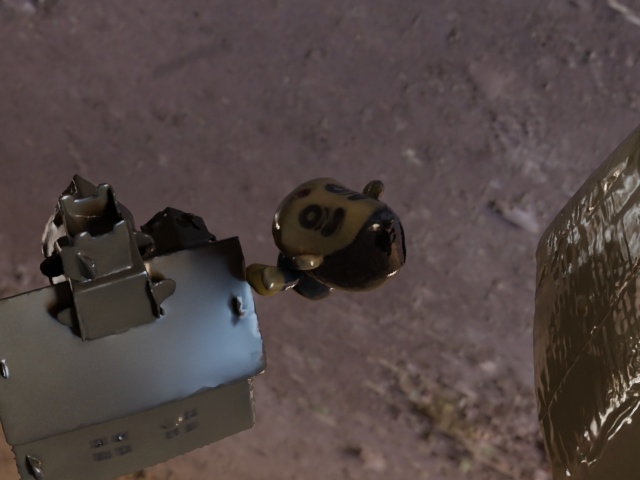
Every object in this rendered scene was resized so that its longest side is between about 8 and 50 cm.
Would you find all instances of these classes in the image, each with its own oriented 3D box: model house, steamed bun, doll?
[{"bbox_3d":[-0.167,0.036,1.103,0.243,0.211,0.204,88,162,-51],"label":"model house"},{"bbox_3d":[0.220,0.058,0.806,0.155,0.250,0.200,13,140,-13],"label":"steamed bun"},{"bbox_3d":[0.000,0.000,0.989,0.089,0.102,0.179,49,151,-16],"label":"doll"}]
